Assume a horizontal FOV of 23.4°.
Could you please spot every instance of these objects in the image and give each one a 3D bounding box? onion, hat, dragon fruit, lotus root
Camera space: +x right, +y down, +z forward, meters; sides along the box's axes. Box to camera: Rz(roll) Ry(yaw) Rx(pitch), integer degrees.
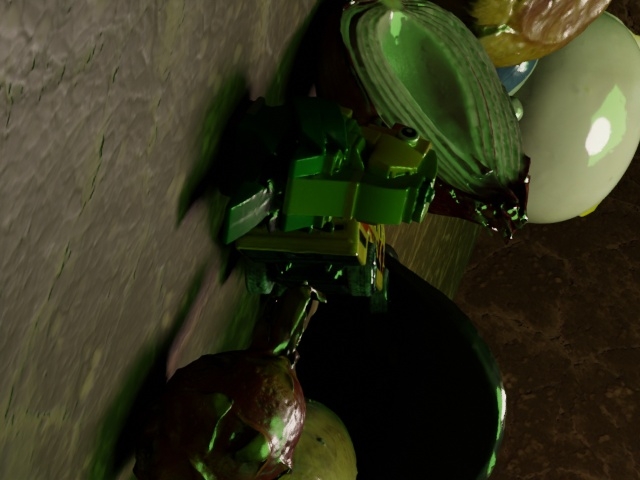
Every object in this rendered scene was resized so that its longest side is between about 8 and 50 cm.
[{"bbox_3d":[0.095,-0.099,1.477,0.227,0.284,0.120,-4,150,-44],"label":"onion"},{"bbox_3d":[0.082,0.151,1.747,0.257,0.381,0.366,1,114,-56],"label":"hat"},{"bbox_3d":[-0.062,0.125,1.306,0.125,0.125,0.246,50,49,-26],"label":"dragon fruit"},{"bbox_3d":[-0.059,0.240,1.465,0.152,0.169,0.342,66,13,-2],"label":"lotus root"}]

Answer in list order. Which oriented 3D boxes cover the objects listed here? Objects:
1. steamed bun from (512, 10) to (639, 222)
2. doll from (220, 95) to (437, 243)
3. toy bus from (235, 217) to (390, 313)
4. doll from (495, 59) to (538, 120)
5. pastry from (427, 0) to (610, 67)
[{"bbox_3d":[0.365,-0.213,2.527,0.334,0.333,0.374,-43,153,-71],"label":"steamed bun"},{"bbox_3d":[0.005,-0.056,1.271,0.134,0.186,0.106,-104,-162,-48],"label":"doll"},{"bbox_3d":[0.000,0.000,1.490,0.335,0.121,0.123,50,41,-79],"label":"toy bus"},{"bbox_3d":[0.241,-0.239,2.322,0.258,0.154,0.228,-63,-158,-10],"label":"doll"},{"bbox_3d":[0.255,-0.358,1.854,0.356,0.164,0.356,-34,153,-20],"label":"pastry"}]
